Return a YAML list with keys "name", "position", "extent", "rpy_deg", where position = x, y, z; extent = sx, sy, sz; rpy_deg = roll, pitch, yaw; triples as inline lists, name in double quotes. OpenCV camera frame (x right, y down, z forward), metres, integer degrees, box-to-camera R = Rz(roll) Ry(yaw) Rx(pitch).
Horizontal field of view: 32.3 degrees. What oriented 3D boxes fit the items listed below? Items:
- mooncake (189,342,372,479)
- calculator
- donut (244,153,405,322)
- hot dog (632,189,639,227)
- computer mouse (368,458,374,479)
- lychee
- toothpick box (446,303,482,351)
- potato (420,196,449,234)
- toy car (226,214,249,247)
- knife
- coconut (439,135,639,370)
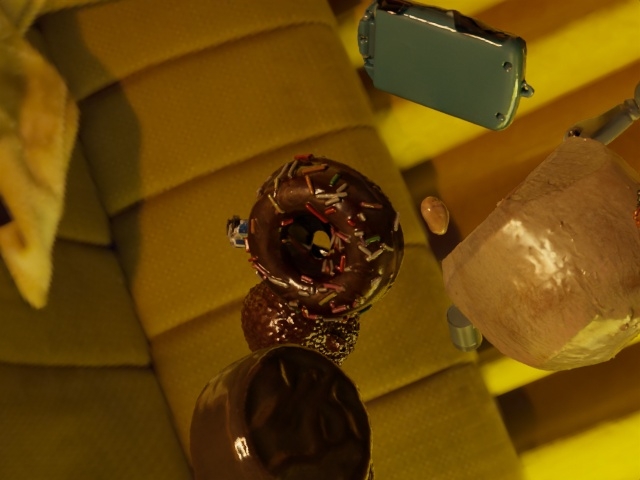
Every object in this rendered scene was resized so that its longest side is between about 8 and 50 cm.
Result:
- name: "mooncake"
  position: [-0.053, 0.306, 1.710]
  extent: [0.284, 0.155, 0.284]
  rpy_deg: [18, 58, -32]
- name: "calculator"
  position: [0.185, -0.268, 1.655]
  extent: [0.051, 0.293, 0.173]
  rpy_deg: [-48, 151, -39]
- name: "donut"
  position: [0.000, 0.000, 1.692]
  extent: [0.270, 0.269, 0.103]
  rpy_deg: [64, 32, -7]
- name: "hot dog"
  position: [0.422, -0.008, 1.210]
  extent: [0.188, 0.055, 0.072]
  rpy_deg: [29, -37, 30]
- name: "computer mouse"
  position: [0.025, 0.464, 1.887]
  extent: [0.270, 0.137, 0.086]
  rpy_deg: [-81, 148, -50]
- name: "lychee"
  position: [-0.045, 0.184, 2.413]
  extent: [0.261, 0.260, 0.260]
  rpy_deg: [61, 12, -23]
- name: "toothpick box"
  position: [0.235, 0.141, 1.807]
  extent: [0.083, 0.052, 0.052]
  rpy_deg: [68, 4, -54]
- name: "potato"
  position: [0.250, -0.055, 2.410]
  extent: [0.068, 0.062, 0.083]
  rpy_deg: [-28, 116, -58]
- name: "toy car"
  position: [-0.173, -0.017, 2.545]
  extent: [0.170, 0.080, 0.070]
  rpy_deg: [161, -68, -77]
- name: "knife"
  position: [0.566, -0.255, 1.917]
  extent: [0.044, 0.331, 0.080]
  rpy_deg: [44, 20, -31]
- name: "coconut"
  position: [0.325, 0.035, 1.439]
  extent: [0.254, 0.297, 0.297]
  rpy_deg: [44, 10, 4]
